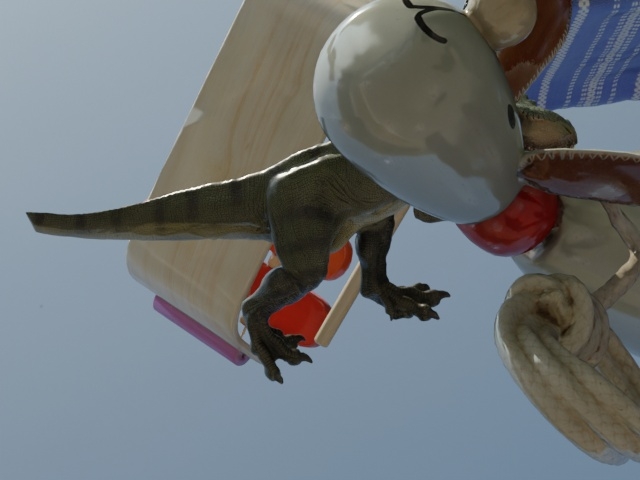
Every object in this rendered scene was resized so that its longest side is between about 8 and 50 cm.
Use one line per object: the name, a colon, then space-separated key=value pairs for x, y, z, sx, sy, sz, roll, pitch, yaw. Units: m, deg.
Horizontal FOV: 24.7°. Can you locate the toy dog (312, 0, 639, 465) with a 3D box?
toy dog: x=0.156 y=-0.028 z=0.643 sx=0.161 sy=0.334 sz=0.220 roll=-45 pitch=-113 yaw=14

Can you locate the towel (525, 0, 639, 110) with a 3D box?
towel: x=0.255 y=-0.131 z=0.973 sx=0.336 sy=0.243 sz=0.040 roll=-9 pitch=-99 yaw=0

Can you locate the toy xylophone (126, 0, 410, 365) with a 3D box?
toy xylophone: x=-0.019 y=-0.048 z=1.100 sx=0.236 sy=0.081 sz=0.322 roll=40 pitch=-78 yaw=28

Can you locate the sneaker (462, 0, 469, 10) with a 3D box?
sneaker: x=0.211 y=-0.264 z=1.300 sx=0.078 sy=0.106 sz=0.234 roll=37 pitch=-72 yaw=31

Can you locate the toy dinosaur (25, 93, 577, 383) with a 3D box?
toy dinosaur: x=0.000 y=0.000 z=0.737 sx=0.268 sy=0.064 sz=0.118 roll=-14 pitch=-65 yaw=7
